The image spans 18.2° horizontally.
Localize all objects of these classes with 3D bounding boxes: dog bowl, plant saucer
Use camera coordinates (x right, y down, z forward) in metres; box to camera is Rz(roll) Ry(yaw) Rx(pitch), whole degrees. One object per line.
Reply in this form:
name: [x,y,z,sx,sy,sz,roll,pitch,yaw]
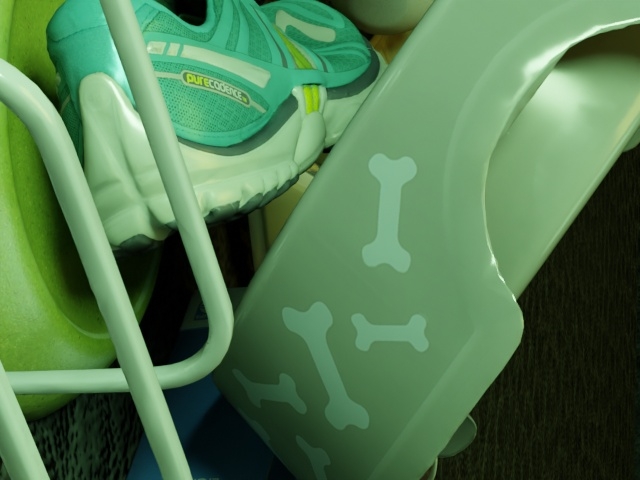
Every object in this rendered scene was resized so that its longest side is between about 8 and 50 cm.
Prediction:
dog bowl: [0.079,-0.035,0.878,0.349,0.102,0.349,-54,174,-8]
plant saucer: [-0.110,-0.046,0.831,0.241,0.037,0.241,-3,90,-75]

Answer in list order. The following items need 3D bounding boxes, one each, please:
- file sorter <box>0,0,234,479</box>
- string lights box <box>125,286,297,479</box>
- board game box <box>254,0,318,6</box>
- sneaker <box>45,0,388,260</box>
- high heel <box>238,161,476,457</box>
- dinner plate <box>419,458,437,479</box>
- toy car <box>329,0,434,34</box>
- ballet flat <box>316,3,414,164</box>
file sorter: [-0.137,0.064,0.452,0.278,0.173,0.193,-77,159,-47]
string lights box: [-0.041,0.152,0.967,0.260,0.076,0.133,-73,155,-51]
board game box: [-0.028,-0.238,1.172,0.136,0.035,0.201,61,30,-59]
sneaker: [-0.040,-0.078,0.845,0.275,0.107,0.110,-49,121,-72]
high heel: [0.000,0.000,1.217,0.261,0.093,0.186,55,6,-37]
dinner plate: [0.013,0.081,1.086,0.017,0.141,0.141,-38,130,-32]
toy car: [0.068,-0.220,1.192,0.159,0.136,0.182,-75,157,-48]
ballet flat: [0.016,-0.114,1.243,0.073,0.080,0.232,48,20,-12]
